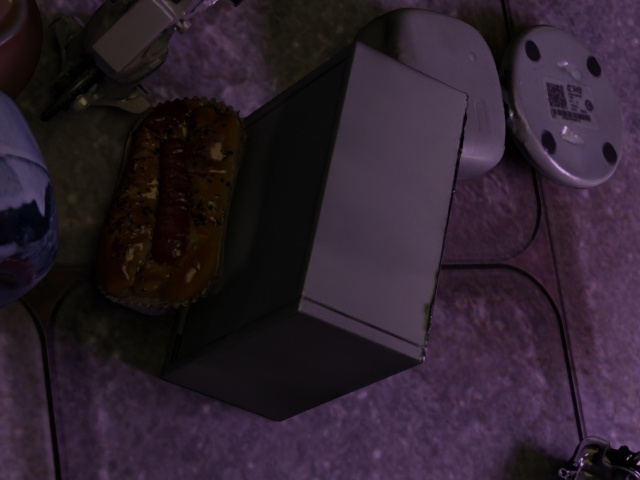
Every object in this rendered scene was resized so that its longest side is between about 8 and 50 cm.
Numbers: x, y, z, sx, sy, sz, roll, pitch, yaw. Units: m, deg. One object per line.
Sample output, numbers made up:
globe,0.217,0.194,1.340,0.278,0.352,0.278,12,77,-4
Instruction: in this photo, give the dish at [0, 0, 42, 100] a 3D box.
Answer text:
dish,-0.301,-0.183,1.440,0.213,0.090,0.213,10,70,-27

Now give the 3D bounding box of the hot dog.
hot dog,-0.119,-0.028,1.501,0.108,0.059,0.191,3,61,15

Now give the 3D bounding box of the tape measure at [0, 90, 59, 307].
tape measure,-0.314,-0.017,1.273,0.275,0.256,0.147,1,69,-55

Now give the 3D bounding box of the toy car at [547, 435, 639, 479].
toy car,0.277,0.254,1.644,0.191,0.100,0.097,27,61,2

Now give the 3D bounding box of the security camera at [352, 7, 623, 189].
security camera,0.153,-0.121,1.703,0.302,0.080,0.157,5,69,-40

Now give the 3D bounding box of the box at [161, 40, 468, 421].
box,0.000,0.000,1.477,0.117,0.225,0.225,23,64,-23

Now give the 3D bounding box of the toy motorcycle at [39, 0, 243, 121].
toy motorcycle,-0.132,-0.176,1.492,0.102,0.221,0.150,47,12,-7
